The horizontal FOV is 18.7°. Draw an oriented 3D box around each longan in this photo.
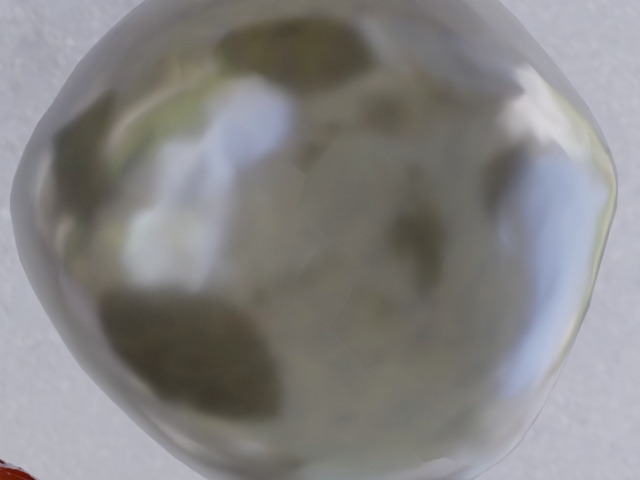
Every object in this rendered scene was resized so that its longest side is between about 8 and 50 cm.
[{"bbox_3d":[0.000,0.000,0.962,0.288,0.288,0.350,-29,162,-8],"label":"longan"}]

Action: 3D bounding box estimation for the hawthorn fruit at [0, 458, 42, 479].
[{"bbox_3d":[-0.194,0.222,0.791,0.307,0.265,0.265,-20,139,-53],"label":"hawthorn fruit"}]
